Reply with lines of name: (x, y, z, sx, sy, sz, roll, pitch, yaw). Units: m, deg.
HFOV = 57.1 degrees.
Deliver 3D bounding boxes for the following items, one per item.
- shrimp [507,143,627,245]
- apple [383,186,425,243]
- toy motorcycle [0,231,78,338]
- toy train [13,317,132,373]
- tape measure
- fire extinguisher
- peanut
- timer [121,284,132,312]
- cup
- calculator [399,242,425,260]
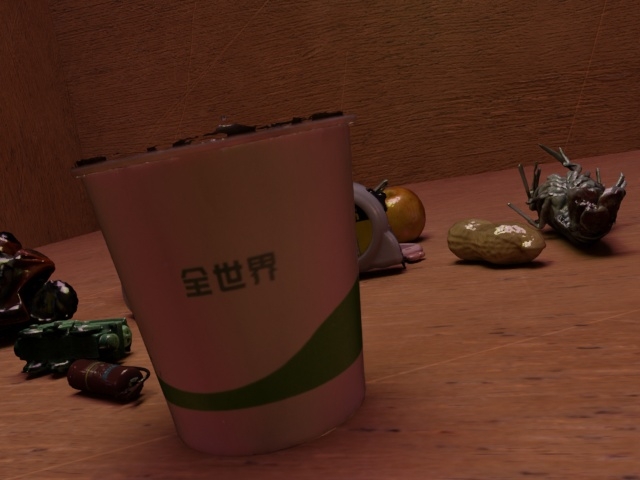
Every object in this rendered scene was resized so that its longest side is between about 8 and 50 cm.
shrimp: (0.463, -0.076, 1.093, 0.221, 0.166, 0.410, -6, 21, 14)
apple: (0.171, -0.058, 1.352, 0.146, 0.146, 0.146, -10, 8, 1)
toy motorcycle: (-0.649, 0.098, 1.040, 0.401, 0.207, 0.134, -16, -19, -13)
toy train: (-0.342, 0.142, 0.827, 0.170, 0.071, 0.111, -6, 2, 21)
tape measure: (0.046, -0.022, 1.077, 0.196, 0.178, 0.105, -9, 8, 8)
fire extinguisher: (-0.242, 0.162, 0.681, 0.132, 0.039, 0.056, -3, 20, 38)
peanut: (0.292, 0.002, 0.991, 0.082, 0.082, 0.187, -14, 10, -26)
timer: (-0.285, 0.084, 1.062, 0.136, 0.099, 0.136, 3, 11, -1)
cup: (-0.069, 0.032, 0.548, 0.253, 0.274, 0.253, -11, 9, 2)
calculator: (0.144, 0.025, 1.181, 0.103, 0.024, 0.166, -15, 9, -32)
